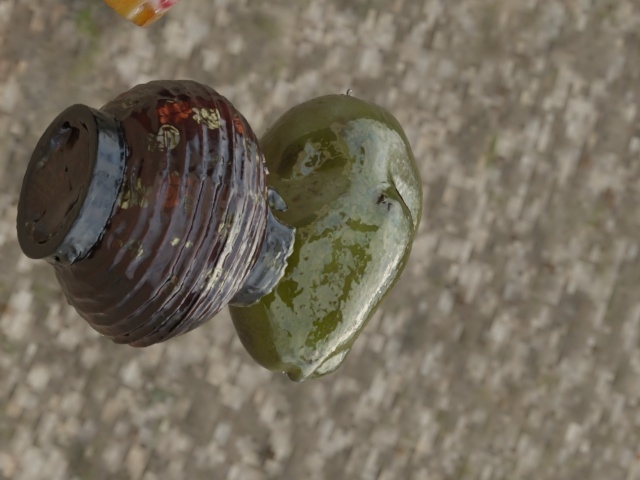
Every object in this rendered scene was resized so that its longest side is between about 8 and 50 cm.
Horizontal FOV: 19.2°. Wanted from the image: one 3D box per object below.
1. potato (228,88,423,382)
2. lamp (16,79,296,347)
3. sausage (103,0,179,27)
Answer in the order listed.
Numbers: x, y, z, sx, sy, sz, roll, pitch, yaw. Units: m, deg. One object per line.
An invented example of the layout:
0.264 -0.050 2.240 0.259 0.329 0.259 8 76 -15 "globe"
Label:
-0.003 -0.002 1.999 0.218 0.202 0.351 85 14 -57 "potato"
-0.139 -0.023 1.667 0.247 0.247 0.247 -31 131 -46 "lamp"
-0.119 -0.356 1.600 0.287 0.233 0.233 -41 149 12 "sausage"
